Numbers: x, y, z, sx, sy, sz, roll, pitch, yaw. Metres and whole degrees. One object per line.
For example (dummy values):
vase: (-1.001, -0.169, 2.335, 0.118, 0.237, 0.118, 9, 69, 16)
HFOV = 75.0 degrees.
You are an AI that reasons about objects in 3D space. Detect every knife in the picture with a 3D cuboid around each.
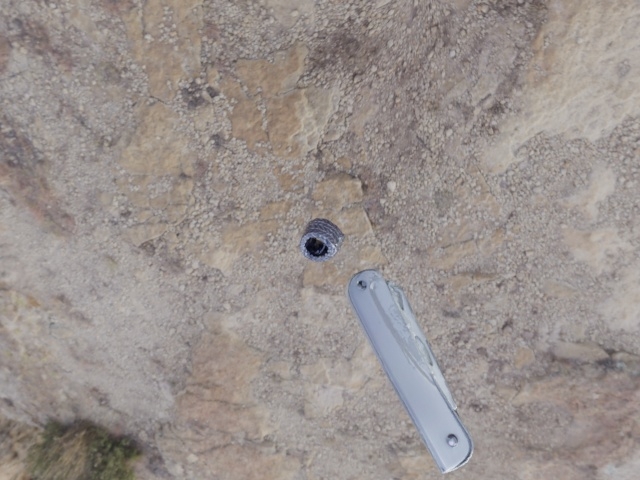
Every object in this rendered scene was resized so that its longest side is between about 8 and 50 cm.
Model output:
knife: (0.114, 0.156, 0.537, 0.073, 0.040, 0.265, -25, 76, -5)

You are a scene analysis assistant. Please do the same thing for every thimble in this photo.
thimble: (-0.002, 0.000, 0.978, 0.104, 0.066, 0.095, -15, 124, 43)
